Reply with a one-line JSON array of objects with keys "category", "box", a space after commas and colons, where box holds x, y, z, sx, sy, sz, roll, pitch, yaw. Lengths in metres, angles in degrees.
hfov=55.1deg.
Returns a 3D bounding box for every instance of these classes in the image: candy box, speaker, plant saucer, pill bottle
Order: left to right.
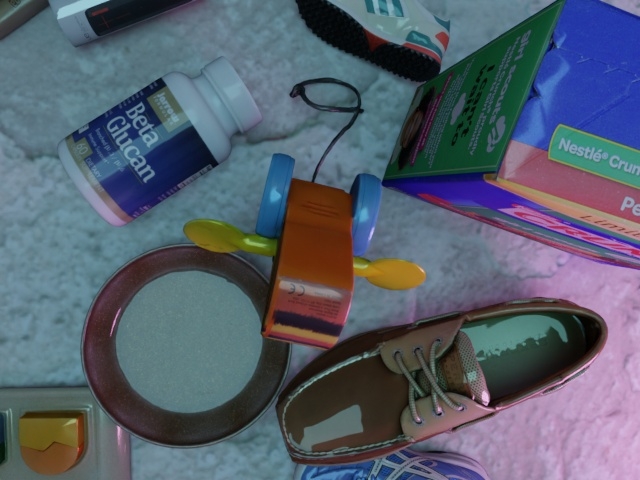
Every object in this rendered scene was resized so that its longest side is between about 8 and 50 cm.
[{"category": "speaker", "box": [-0.180, -0.230, 0.572, 0.136, 0.055, 0.055, -23, 95, -5]}, {"category": "pill bottle", "box": [-0.142, -0.095, 0.563, 0.169, 0.094, 0.094, -34, 96, -4]}, {"category": "plant saucer", "box": [-0.128, 0.101, 0.601, 0.199, 0.036, 0.198, 0, 91, -9]}, {"category": "candy box", "box": [0.219, -0.055, 0.494, 0.268, 0.317, 0.122, 18, 91, -7]}]

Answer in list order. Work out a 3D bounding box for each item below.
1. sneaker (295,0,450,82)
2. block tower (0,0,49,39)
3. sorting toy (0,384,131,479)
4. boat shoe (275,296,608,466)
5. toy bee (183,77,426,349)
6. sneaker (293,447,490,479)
[{"category": "sneaker", "box": [0.055, -0.223, 0.606, 0.161, 0.057, 0.075, 26, 70, -4]}, {"category": "block tower", "box": [-0.366, -0.347, 0.526, 0.091, 0.097, 0.335, -37, 97, -3]}, {"category": "sorting toy", "box": [-0.293, 0.239, 0.592, 0.208, 0.038, 0.192, -1, 93, -7]}, {"category": "boat shoe", "box": [0.115, 0.120, 0.578, 0.324, 0.120, 0.122, -19, 75, -8]}, {"category": "toy bee", "box": [0.000, 0.000, 0.547, 0.195, 0.298, 0.162, 25, 130, 11]}, {"category": "sneaker", "box": [0.079, 0.244, 0.613, 0.211, 0.081, 0.080, 7, 94, -5]}]
